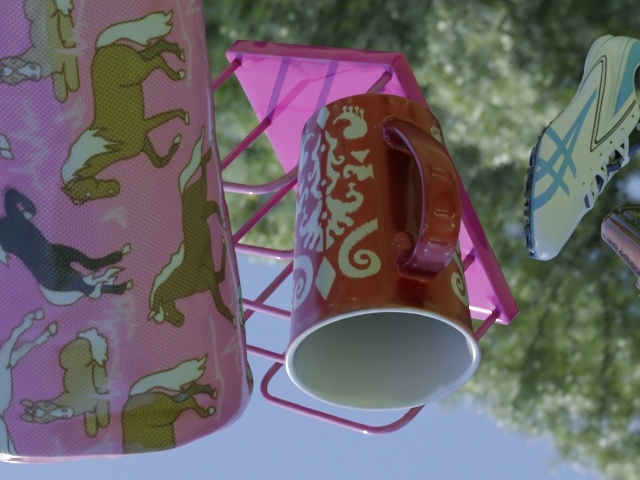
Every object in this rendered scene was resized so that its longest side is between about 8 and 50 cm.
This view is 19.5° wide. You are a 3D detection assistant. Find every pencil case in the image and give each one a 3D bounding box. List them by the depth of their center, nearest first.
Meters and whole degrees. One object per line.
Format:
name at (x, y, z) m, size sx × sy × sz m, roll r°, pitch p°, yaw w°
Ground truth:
pencil case at (-0.125, -0.089, 0.875) m, size 0.167 × 0.386 × 0.160 m, roll 4°, pitch -159°, yaw 28°

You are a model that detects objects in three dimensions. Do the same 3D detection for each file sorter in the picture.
file sorter at (0.000, 0.000, 1.622) m, size 0.202 × 0.290 × 0.182 m, roll 11°, pitch -132°, yaw 44°

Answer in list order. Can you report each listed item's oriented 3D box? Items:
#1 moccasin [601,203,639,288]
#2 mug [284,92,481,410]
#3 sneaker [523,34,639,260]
moccasin at (0.477, 0.094, 2.270) m, size 0.139 × 0.147 × 0.380 m, roll -15°, pitch -131°, yaw -44°
mug at (0.048, -0.004, 1.124) m, size 0.113 × 0.150 × 0.169 m, roll 32°, pitch -138°, yaw -37°
sneaker at (0.244, -0.083, 1.651) m, size 0.086 × 0.085 × 0.237 m, roll 17°, pitch -115°, yaw 24°
